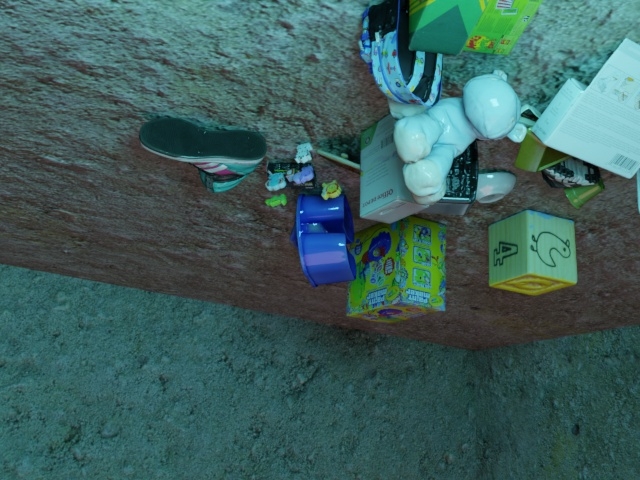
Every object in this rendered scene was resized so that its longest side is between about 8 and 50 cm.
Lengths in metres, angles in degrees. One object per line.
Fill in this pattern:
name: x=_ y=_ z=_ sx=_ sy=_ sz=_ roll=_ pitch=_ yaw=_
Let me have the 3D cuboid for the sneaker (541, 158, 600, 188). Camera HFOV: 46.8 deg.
sneaker: x=0.563 y=-0.167 z=1.772 sx=0.234 sy=0.078 sz=0.106 roll=10 pitch=161 yaw=-38

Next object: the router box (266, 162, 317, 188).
router box: x=-0.075 y=-0.169 z=1.954 sx=0.122 sy=0.038 sz=0.092 roll=1 pitch=162 yaw=9

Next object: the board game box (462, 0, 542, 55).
board game box: x=0.300 y=-0.379 z=1.233 sx=0.092 sy=0.043 sz=0.181 roll=5 pitch=162 yaw=-4

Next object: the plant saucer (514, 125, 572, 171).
plant saucer: x=0.519 y=-0.214 z=1.579 sx=0.188 sy=0.045 sz=0.188 roll=-23 pitch=160 yaw=-1

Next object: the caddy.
caddy: x=0.000 y=0.000 z=2.147 sx=0.179 sy=0.241 sz=0.341 roll=-6 pitch=160 yaw=7

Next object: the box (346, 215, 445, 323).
box: x=0.237 y=0.098 z=2.334 sx=0.177 sy=0.279 sz=0.290 roll=14 pitch=159 yaw=-29

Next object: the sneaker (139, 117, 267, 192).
sneaker: x=-0.292 y=-0.200 z=1.784 sx=0.295 sy=0.124 sz=0.178 roll=7 pitch=152 yaw=-16

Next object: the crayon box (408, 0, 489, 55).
crayon box: x=0.184 y=-0.405 z=0.925 sx=0.081 sy=0.202 sz=0.318 roll=5 pitch=161 yaw=-6

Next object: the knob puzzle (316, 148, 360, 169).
knob puzzle: x=0.081 y=-0.188 z=1.810 sx=0.213 sy=0.030 sz=0.213 roll=23 pitch=-177 yaw=-1

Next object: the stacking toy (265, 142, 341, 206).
stacking toy: x=-0.079 y=-0.154 z=1.879 sx=0.221 sy=0.052 sz=0.167 roll=-12 pitch=140 yaw=24

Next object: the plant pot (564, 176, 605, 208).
plant pot: x=0.675 y=-0.134 z=1.881 sx=0.083 sy=0.083 sz=0.079 roll=19 pitch=144 yaw=-40

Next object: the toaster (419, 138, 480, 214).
toaster: x=0.289 y=-0.155 z=1.733 sx=0.185 sy=0.168 sz=0.110 roll=3 pitch=165 yaw=5

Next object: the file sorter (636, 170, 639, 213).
file sorter: x=0.864 y=-0.139 z=1.638 sx=0.277 sy=0.193 sz=0.173 roll=6 pitch=165 yaw=-7

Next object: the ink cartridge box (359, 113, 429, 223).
ink cartridge box: x=0.163 y=-0.160 z=1.657 sx=0.093 sy=0.213 sz=0.154 roll=13 pitch=159 yaw=-27

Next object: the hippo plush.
hippo plush: x=0.273 y=-0.201 z=1.420 sx=0.236 sy=0.235 sz=0.294 roll=-11 pitch=176 yaw=14

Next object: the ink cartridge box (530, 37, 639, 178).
ink cartridge box: x=0.588 y=-0.260 z=1.455 sx=0.275 sy=0.060 sz=0.239 roll=14 pitch=122 yaw=-31

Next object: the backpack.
backpack: x=0.142 y=-0.309 z=1.268 sx=0.116 sy=0.173 sz=0.158 roll=-11 pitch=158 yaw=36

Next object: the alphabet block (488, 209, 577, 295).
alphabet block: x=0.631 y=0.041 z=2.217 sx=0.192 sy=0.197 sz=0.193 roll=11 pitch=161 yaw=-22

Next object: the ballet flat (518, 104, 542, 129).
ballet flat: x=0.403 y=-0.260 z=1.558 sx=0.221 sy=0.077 sz=0.079 roll=7 pitch=144 yaw=-26

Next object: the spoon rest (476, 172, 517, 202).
spoon rest: x=0.377 y=-0.137 z=1.941 sx=0.276 sy=0.084 sz=0.137 roll=-10 pitch=163 yaw=-1
